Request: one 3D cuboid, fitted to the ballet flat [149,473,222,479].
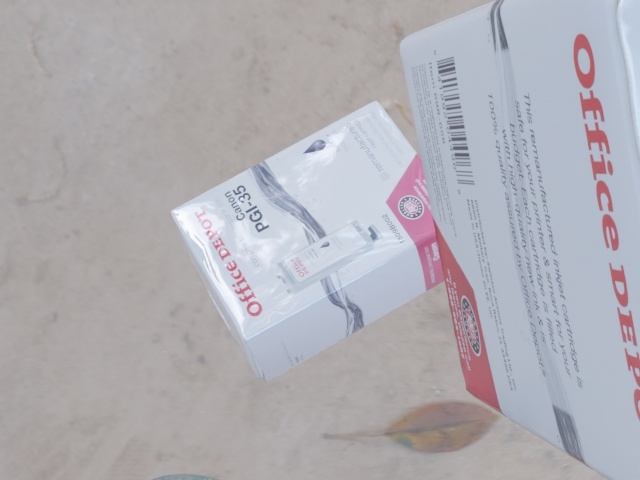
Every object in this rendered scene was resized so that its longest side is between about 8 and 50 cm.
[{"bbox_3d":[-0.094,0.253,1.119,0.213,0.068,0.072,0,95,22],"label":"ballet flat"}]

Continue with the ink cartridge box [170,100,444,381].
[{"bbox_3d":[0.000,0.000,1.432,0.283,0.117,0.207,-29,60,-7],"label":"ink cartridge box"}]

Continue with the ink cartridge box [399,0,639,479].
[{"bbox_3d":[0.135,-0.013,0.529,0.114,0.273,0.197,-13,96,-9],"label":"ink cartridge box"}]
